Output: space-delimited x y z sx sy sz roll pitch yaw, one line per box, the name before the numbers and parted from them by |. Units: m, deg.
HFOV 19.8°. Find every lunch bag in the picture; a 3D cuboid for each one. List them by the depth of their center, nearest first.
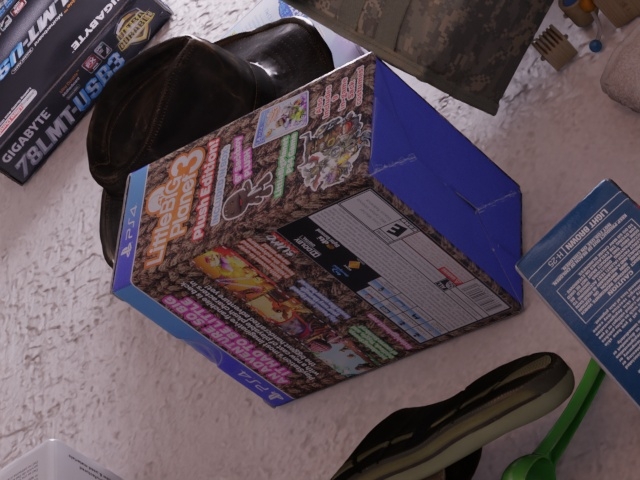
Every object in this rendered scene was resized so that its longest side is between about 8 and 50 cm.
lunch bag | 0.088 -0.294 1.775 0.287 0.169 0.235 34 100 39

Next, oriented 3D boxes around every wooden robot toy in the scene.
wooden robot toy | 0.259 -0.238 1.700 0.173 0.079 0.076 -34 41 21

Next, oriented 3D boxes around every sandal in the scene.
sandal | 0.096 0.186 1.503 0.303 0.086 0.120 -31 10 42

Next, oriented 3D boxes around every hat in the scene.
hat | -0.147 -0.123 1.874 0.331 0.134 0.331 -28 42 29

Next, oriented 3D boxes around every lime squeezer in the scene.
lime squeezer | 0.197 0.221 1.427 0.110 0.059 0.310 -7 47 5

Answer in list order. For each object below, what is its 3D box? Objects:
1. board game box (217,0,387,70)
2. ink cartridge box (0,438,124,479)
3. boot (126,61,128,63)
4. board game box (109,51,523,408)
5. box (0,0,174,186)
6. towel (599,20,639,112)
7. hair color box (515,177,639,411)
board game box | -0.066 -0.105 1.939 0.318 0.066 0.318 -41 38 14
ink cartridge box | -0.286 0.362 1.744 0.201 0.117 0.278 -33 41 23
boot | -0.213 -0.187 2.180 0.118 0.042 0.087 -37 38 19
board game box | 0.000 0.000 1.649 0.291 0.232 0.141 -24 44 31
box | -0.353 -0.252 2.356 0.295 0.073 0.293 -48 36 6
towel | 0.382 -0.203 1.570 0.282 0.049 0.187 -50 37 3
hair color box | 0.293 0.113 1.300 0.105 0.174 0.347 -45 38 7
